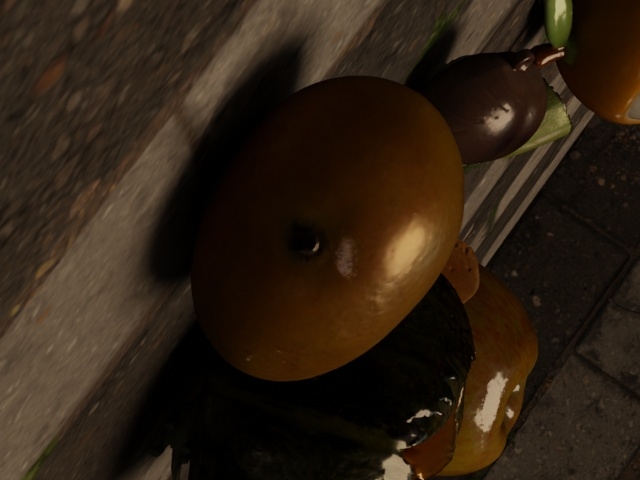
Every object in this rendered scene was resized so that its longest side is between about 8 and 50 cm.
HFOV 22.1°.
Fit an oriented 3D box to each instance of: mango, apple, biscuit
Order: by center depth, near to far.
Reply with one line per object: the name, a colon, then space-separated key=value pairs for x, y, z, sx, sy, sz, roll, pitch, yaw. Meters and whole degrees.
mango: x=-0.004 y=0.003 z=0.983 sx=0.175 sy=0.139 sz=0.254 roll=-47 pitch=175 yaw=-26
biscuit: x=0.111 y=0.029 z=1.810 sx=0.140 sy=0.118 sz=0.023 roll=-6 pitch=164 yaw=-29
apple: x=0.136 y=0.148 z=1.928 sx=0.264 sy=0.264 sz=0.264 roll=-53 pitch=171 yaw=-12

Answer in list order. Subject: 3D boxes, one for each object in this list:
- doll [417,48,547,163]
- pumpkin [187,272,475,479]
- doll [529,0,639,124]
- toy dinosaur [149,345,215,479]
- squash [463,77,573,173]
doll: x=0.107 y=-0.099 z=1.387 sx=0.188 sy=0.096 sz=0.145 roll=-31 pitch=161 yaw=15
pumpkin: x=0.010 y=0.146 z=1.292 sx=0.320 sy=0.192 sz=0.320 roll=18 pitch=90 yaw=-78
doll: x=0.319 y=-0.225 z=1.778 sx=0.236 sy=0.213 sz=0.213 roll=-9 pitch=151 yaw=-20
toy dinosaur: x=-0.110 y=0.158 z=1.320 sx=0.058 sy=0.037 sz=0.180 roll=-40 pitch=162 yaw=-44
squash: x=0.190 y=-0.122 z=1.773 sx=0.132 sy=0.105 sz=0.105 roll=-35 pitch=169 yaw=-6
